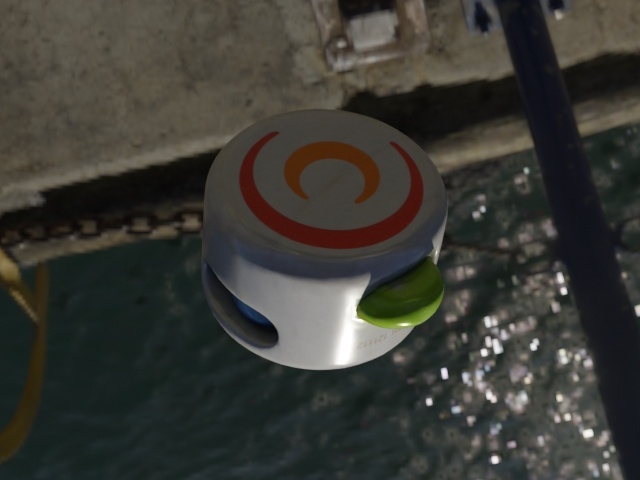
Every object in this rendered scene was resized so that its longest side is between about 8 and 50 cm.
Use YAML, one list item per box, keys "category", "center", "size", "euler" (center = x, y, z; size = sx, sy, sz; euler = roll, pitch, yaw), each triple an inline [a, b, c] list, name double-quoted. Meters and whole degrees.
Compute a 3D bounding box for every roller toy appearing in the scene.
- category: "roller toy"
  center: [0.000, 0.000, 1.025]
  size: [0.191, 0.209, 0.146]
  euler: [6, 136, -2]
